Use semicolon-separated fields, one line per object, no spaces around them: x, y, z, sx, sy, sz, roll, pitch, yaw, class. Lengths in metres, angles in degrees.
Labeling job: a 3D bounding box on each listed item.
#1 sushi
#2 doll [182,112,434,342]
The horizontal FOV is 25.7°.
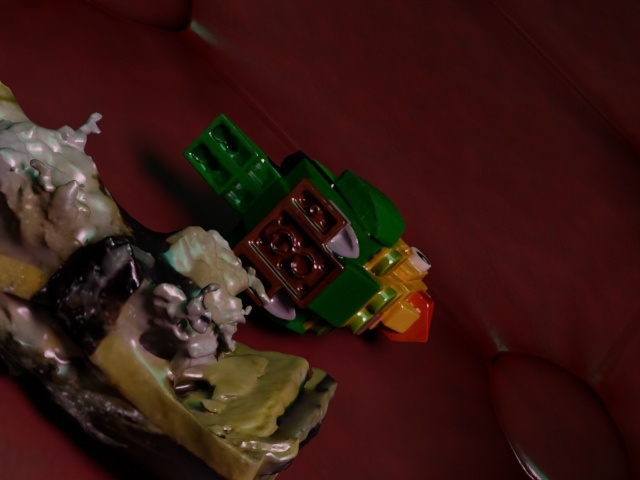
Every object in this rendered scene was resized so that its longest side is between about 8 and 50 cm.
-0.113;0.017;0.774;0.291;0.131;0.139;39;34;8;sushi
0.004;0.006;0.928;0.186;0.106;0.134;31;18;-48;doll
